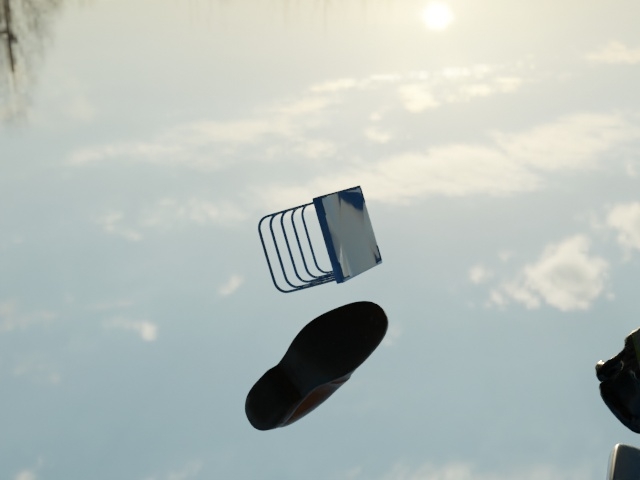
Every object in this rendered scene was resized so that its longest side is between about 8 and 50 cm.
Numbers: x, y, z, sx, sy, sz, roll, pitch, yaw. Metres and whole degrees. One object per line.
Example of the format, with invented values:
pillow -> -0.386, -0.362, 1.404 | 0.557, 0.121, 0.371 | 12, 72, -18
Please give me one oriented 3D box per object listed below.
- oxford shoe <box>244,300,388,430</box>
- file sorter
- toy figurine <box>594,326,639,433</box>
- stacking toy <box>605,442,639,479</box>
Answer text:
oxford shoe -> 0.006, 0.140, 1.229 | 0.076, 0.212, 0.076 | 10, -135, -53
file sorter -> 0.000, 0.000, 1.502 | 0.104, 0.118, 0.170 | -16, -178, 22
toy figurine -> 0.295, 0.114, 0.644 | 0.209, 0.148, 0.213 | 17, -142, -53
stacking toy -> 0.187, 0.315, 0.801 | 0.175, 0.302, 0.166 | 43, -157, 1
